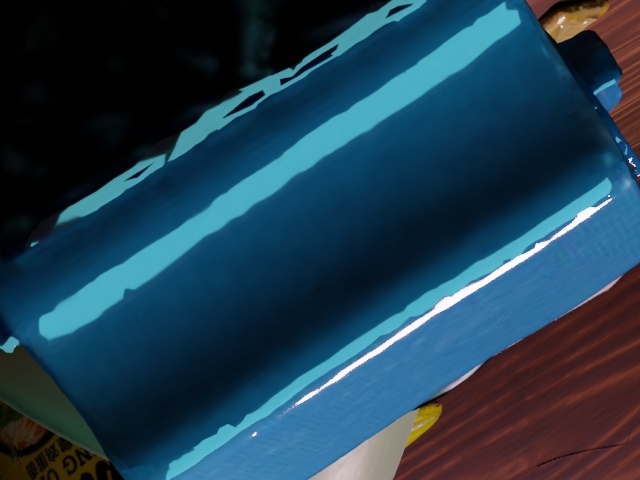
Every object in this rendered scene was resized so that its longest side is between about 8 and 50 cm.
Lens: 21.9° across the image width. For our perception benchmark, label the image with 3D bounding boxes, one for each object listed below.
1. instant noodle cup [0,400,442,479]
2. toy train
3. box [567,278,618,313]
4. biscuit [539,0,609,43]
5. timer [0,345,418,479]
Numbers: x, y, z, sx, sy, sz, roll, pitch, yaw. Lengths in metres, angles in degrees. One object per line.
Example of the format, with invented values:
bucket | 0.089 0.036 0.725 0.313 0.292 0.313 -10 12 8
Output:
instant noodle cup | -0.113 0.102 1.183 0.325 0.254 0.325 -31 169 -6
toy train | -0.041 -0.081 0.496 0.188 0.300 0.265 -34 162 7
box | 0.149 0.003 1.608 0.251 0.203 0.106 -28 168 -18
biscuit | 0.206 -0.182 1.449 0.083 0.018 0.081 -19 164 -48
timer | -0.021 -0.075 0.785 0.315 0.291 0.291 -60 162 13
